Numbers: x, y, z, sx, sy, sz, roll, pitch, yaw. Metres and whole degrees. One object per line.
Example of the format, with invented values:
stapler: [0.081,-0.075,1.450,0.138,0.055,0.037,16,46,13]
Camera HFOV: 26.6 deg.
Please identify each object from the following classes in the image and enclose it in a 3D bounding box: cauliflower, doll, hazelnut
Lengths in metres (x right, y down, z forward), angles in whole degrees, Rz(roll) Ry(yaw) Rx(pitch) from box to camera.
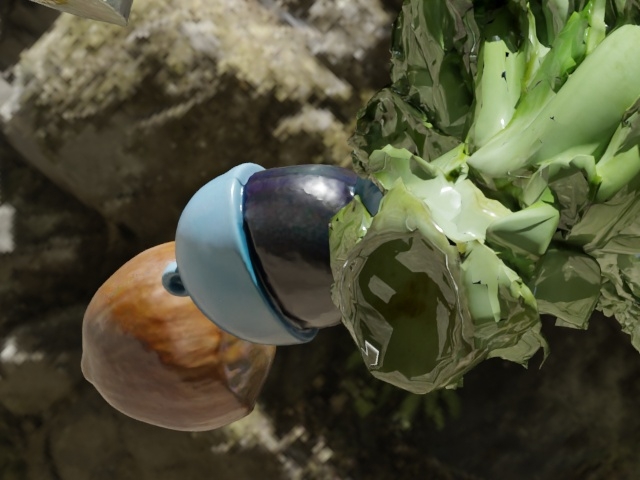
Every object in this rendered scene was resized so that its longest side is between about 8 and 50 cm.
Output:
cauliflower: [0.106,-0.034,0.608,0.272,0.250,0.275,51,-23,12]
doll: [0.000,0.000,1.180,0.141,0.314,0.177,-80,149,-52]
hazelnut: [-0.150,0.104,1.423,0.214,0.214,0.176,41,8,-19]

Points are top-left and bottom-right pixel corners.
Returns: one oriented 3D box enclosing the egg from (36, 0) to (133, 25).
egg: [-0.357,-0.414,1.713,0.337,0.201,0.337,23,1,0]
